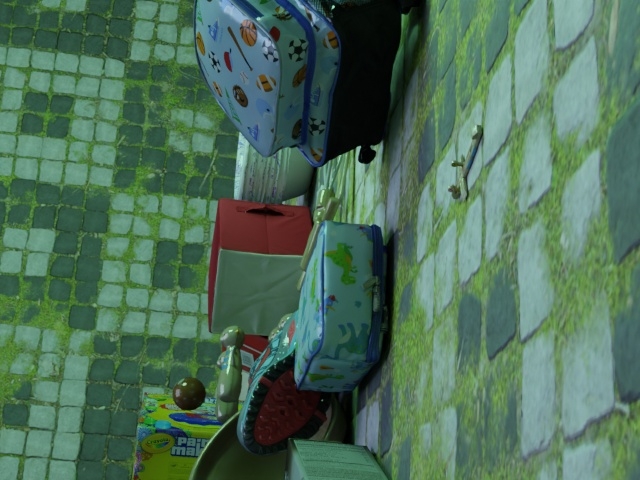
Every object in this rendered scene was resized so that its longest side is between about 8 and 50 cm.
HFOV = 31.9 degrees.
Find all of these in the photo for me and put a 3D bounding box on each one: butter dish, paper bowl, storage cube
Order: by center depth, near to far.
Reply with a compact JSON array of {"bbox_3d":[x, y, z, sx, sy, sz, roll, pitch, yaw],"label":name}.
[{"bbox_3d":[-0.111,0.055,2.093,0.193,0.183,0.215,-100,18,-61],"label":"storage cube"},{"bbox_3d":[-0.102,0.196,2.183,0.160,0.159,0.118,98,-161,-54],"label":"butter dish"},{"bbox_3d":[-0.087,-0.195,2.233,0.284,0.148,0.284,-174,90,-84],"label":"paper bowl"}]

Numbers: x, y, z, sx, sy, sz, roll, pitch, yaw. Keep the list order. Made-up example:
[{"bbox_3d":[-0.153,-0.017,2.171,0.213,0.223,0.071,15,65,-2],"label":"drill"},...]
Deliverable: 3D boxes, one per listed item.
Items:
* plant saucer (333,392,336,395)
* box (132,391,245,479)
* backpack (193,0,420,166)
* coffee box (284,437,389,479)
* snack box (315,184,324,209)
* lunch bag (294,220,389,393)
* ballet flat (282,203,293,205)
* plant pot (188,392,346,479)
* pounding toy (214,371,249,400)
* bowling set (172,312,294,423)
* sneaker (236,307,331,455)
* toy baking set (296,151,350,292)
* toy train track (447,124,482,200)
[{"bbox_3d":[-0.007,0.191,1.715,0.278,0.041,0.278,-174,90,-82],"label":"plant saucer"},{"bbox_3d":[-0.198,0.406,2.075,0.279,0.289,0.177,-149,65,-81],"label":"box"},{"bbox_3d":[-0.037,-0.245,1.348,0.263,0.213,0.276,55,148,33],"label":"backpack"},{"bbox_3d":[0.016,0.308,1.176,0.246,0.098,0.141,-157,73,-83],"label":"coffee box"},{"bbox_3d":[0.000,0.000,1.881,0.064,0.022,0.178,134,141,-78],"label":"snack box"},{"bbox_3d":[0.023,0.080,1.349,0.219,0.090,0.176,110,163,-65],"label":"lunch bag"},{"bbox_3d":[-0.062,-0.034,2.311,0.068,0.072,0.213,-52,21,21],"label":"ballet flat"},{"bbox_3d":[-0.051,0.309,1.494,0.110,0.237,0.237,54,-169,-23],"label":"plant pot"},{"bbox_3d":[-0.120,0.356,2.378,0.237,0.110,0.183,25,100,52],"label":"pounding toy"},{"bbox_3d":[-0.132,0.202,1.811,0.287,0.199,0.154,113,163,-58],"label":"bowling set"},{"bbox_3d":[-0.044,0.195,1.482,0.125,0.104,0.262,-41,11,43],"label":"sneaker"},{"bbox_3d":[0.001,-0.047,1.688,0.197,0.030,0.256,-87,15,-57],"label":"toy baking set"},{"bbox_3d":[0.122,-0.067,0.964,0.083,0.014,0.048,104,169,-49],"label":"toy train track"}]
